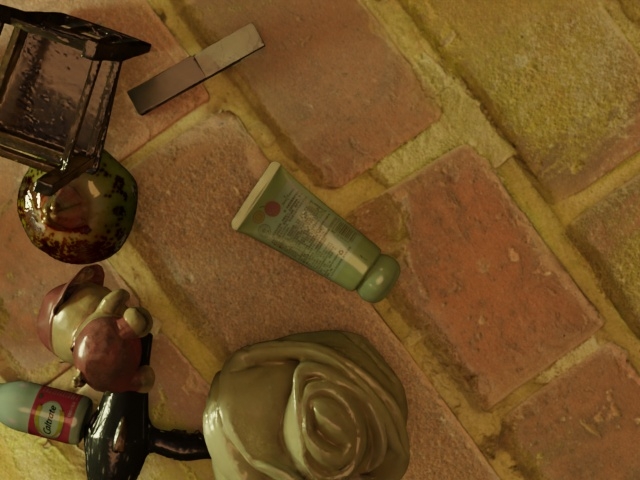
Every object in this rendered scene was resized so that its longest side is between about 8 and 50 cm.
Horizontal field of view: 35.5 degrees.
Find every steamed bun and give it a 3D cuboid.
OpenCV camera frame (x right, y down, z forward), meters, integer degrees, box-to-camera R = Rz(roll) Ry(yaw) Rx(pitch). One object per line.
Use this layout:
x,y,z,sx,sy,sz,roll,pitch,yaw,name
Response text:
-0.007,0.328,1.720,0.368,0.255,0.342,-19,99,-14,steamed bun

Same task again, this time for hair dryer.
-0.242,0.336,1.824,0.360,0.120,0.303,14,79,-13,hair dryer

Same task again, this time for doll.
-0.386,0.153,1.724,0.152,0.256,0.196,22,94,-47,doll

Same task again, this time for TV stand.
-0.222,-0.306,1.789,0.256,0.040,0.049,-30,93,0,TV stand

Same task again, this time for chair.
-0.429,-0.236,1.612,0.203,0.416,0.240,18,100,-2,chair

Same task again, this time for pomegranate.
-0.418,-0.057,1.696,0.214,0.248,0.214,0,100,1,pomegranate

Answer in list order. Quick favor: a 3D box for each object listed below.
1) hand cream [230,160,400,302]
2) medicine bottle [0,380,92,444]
0.000,0.000,1.794,0.306,0.093,0.147,34,97,-2,hand cream
-0.525,0.299,1.792,0.217,0.090,0.090,14,93,-1,medicine bottle
